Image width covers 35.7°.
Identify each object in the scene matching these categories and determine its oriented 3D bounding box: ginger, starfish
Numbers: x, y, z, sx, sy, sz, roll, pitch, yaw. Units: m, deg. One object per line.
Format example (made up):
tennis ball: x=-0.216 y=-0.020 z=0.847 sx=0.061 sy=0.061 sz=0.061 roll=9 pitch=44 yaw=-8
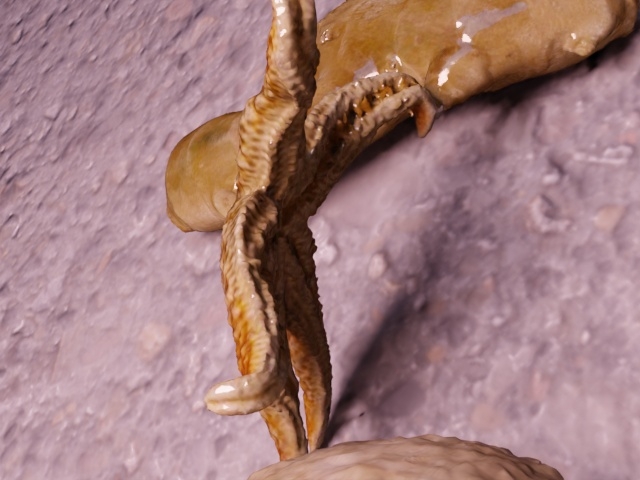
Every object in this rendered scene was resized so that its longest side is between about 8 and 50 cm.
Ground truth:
ginger: x=0.036 y=-0.133 z=0.813 sx=0.363 sy=0.122 sz=0.348 roll=-48 pitch=33 yaw=-13
starfish: x=-0.009 y=-0.004 z=0.612 sx=0.094 sy=0.375 sz=0.327 roll=13 pitch=55 yaw=15

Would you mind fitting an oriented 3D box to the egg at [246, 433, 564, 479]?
egg: x=0.029 y=0.223 z=0.470 sx=0.310 sy=0.279 sz=0.279 roll=-30 pitch=43 yaw=46
